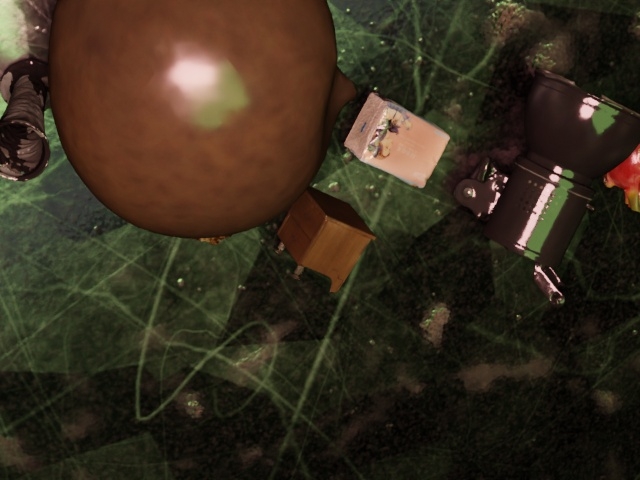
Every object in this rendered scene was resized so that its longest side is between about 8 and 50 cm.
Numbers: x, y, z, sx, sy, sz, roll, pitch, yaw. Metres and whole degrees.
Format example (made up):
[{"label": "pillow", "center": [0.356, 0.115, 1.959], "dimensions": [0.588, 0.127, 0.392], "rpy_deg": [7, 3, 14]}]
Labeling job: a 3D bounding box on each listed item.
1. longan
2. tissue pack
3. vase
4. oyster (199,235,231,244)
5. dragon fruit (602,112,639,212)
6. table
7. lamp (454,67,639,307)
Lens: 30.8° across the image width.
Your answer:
[{"label": "longan", "center": [-0.108, -0.143, 1.065], "dimensions": [0.297, 0.297, 0.297], "rpy_deg": [-8, 115, -19]}, {"label": "tissue pack", "center": [0.085, -0.109, 1.281], "dimensions": [0.094, 0.059, 0.074], "rpy_deg": [22, 100, -29]}, {"label": "vase", "center": [-0.273, -0.114, 1.071], "dimensions": [0.059, 0.167, 0.059], "rpy_deg": [-4, 118, -7]}, {"label": "oyster", "center": [-0.098, -0.051, 1.250], "dimensions": [0.086, 0.029, 0.132], "rpy_deg": [28, 101, -29]}, {"label": "dragon fruit", "center": [0.375, -0.094, 1.390], "dimensions": [0.086, 0.081, 0.116], "rpy_deg": [7, 97, -3]}, {"label": "table", "center": [0.000, 0.000, 1.282], "dimensions": [0.070, 0.083, 0.082], "rpy_deg": [22, 107, -31]}, {"label": "lamp", "center": [0.252, -0.064, 1.318], "dimensions": [0.172, 0.147, 0.227], "rpy_deg": [28, 100, 12]}]
